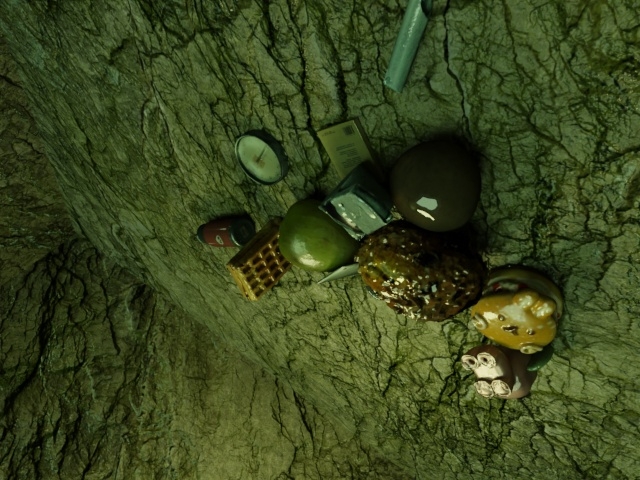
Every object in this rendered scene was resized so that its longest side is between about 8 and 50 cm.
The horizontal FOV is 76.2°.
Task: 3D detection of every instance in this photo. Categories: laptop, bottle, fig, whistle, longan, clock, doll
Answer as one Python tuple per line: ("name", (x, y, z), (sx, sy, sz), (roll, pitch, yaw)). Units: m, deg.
("laptop", (0.138, 0.106, 1.533), (0.188, 0.269, 0.015), (-39, 66, 51))
("bottle", (-0.469, -0.037, 1.955), (0.336, 0.144, 0.143), (0, 128, 40))
("fig", (0.000, 0.000, 1.529), (0.327, 0.258, 0.258), (29, 142, -4))
("whistle", (0.221, -0.507, 0.985), (0.062, 0.062, 0.312), (30, 142, 11))
("whistle", (0.109, -0.101, 1.242), (0.168, 0.404, 0.188), (43, 108, -6))
("longan", (0.310, -0.148, 1.116), (0.258, 0.258, 0.258), (22, 139, 21))
("clock", (-0.227, -0.311, 1.558), (0.226, 0.049, 0.225), (23, 141, 20))
("doll", (0.650, 0.430, 1.437), (0.284, 0.269, 0.216), (-28, 88, 49))

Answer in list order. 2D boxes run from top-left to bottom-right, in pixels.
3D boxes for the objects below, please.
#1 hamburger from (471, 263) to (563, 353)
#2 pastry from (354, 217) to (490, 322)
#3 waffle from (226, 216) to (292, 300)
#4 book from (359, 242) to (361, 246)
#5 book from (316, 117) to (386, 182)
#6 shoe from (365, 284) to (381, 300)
("hamburger", (0.630, 0.223, 1.292), (0.261, 0.186, 0.302), (36, 140, 3))
("pastry", (0.323, 0.093, 1.231), (0.406, 0.337, 0.292), (15, 114, -22))
("waffle", (-0.231, 0.078, 1.726), (0.098, 0.327, 0.224), (12, 136, 37))
("book", (0.145, 0.040, 1.634), (0.135, 0.017, 0.103), (22, 140, 24))
("book", (0.102, -0.279, 1.340), (0.161, 0.026, 0.230), (-5, 126, 42))
("shoe", (0.242, 0.180, 1.638), (0.108, 0.093, 0.241), (32, 140, 6))
